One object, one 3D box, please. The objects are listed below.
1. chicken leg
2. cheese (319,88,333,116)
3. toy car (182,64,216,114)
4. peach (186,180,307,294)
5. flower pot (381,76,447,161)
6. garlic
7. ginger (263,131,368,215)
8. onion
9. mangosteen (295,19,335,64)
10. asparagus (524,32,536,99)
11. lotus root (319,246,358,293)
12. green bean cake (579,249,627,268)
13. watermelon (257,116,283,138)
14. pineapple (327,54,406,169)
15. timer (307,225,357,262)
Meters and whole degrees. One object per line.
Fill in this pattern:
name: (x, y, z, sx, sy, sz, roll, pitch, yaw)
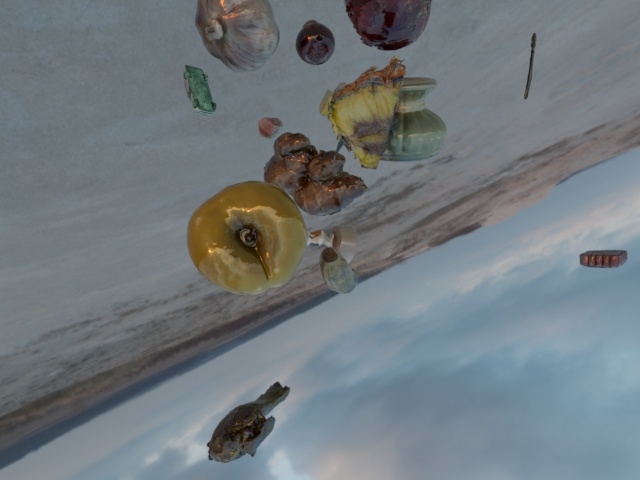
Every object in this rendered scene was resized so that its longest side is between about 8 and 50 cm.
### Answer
chicken leg: (-0.218, 0.596, 1.391, 0.212, 0.140, 0.361, -12, -165, 46)
cheese: (0.047, -0.637, 1.913, 0.126, 0.171, 0.093, 11, 121, -31)
toy car: (-0.497, -0.601, 1.666, 0.090, 0.223, 0.076, -6, 163, -46)
peach: (-0.108, -0.001, 0.623, 0.180, 0.179, 0.103, -25, -169, -8)
flower pot: (0.285, -0.428, 1.420, 0.308, 0.243, 0.307, -2, -151, 1)
garlic: (-0.282, -0.720, 1.367, 0.241, 0.321, 0.322, -18, 170, -24)
ginger: (-0.023, -0.215, 1.348, 0.152, 0.358, 0.274, -52, 171, -41)
onion: (0.188, -0.655, 1.097, 0.277, 0.275, 0.276, -26, 173, -4)
mangosteen: (-0.032, -0.749, 1.545, 0.146, 0.181, 0.155, -20, 152, -22)
asparagus: (0.543, -0.450, 1.062, 0.016, 0.165, 0.013, 7, -171, 16)
lotus root: (0.048, 0.093, 1.234, 0.097, 0.110, 0.258, -33, 150, 0)
green bean cake: (1.081, 0.071, 1.570, 0.136, 0.056, 0.135, -10, -172, -40)
watermelon: (-0.178, -0.417, 1.486, 0.092, 0.085, 0.072, -58, 167, -18)
pineapple: (0.104, -0.305, 0.942, 0.159, 0.161, 0.334, 10, 157, 9)
timer: (0.000, 0.000, 1.754, 0.266, 0.175, 0.175, 11, 155, -24)
